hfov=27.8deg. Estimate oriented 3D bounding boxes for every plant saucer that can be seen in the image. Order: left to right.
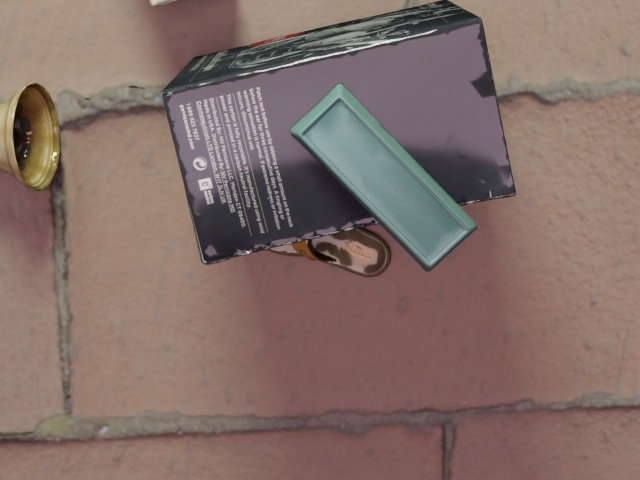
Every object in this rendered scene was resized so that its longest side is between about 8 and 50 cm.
[{"bbox_3d":[0.060,-0.055,1.207,0.067,0.018,0.192,-43,102,11],"label":"plant saucer"}]

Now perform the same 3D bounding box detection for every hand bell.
[{"bbox_3d":[-0.443,-0.120,1.520,0.242,0.126,0.126,0,103,14],"label":"hand bell"}]

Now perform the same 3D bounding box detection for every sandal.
[{"bbox_3d":[0.000,0.000,1.553,0.180,0.049,0.072,19,102,-4],"label":"sandal"}]

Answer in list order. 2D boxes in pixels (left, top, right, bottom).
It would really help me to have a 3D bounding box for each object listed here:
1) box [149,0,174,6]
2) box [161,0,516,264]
[{"bbox_3d":[-0.187,-0.404,1.433,0.094,0.113,0.275,-19,103,6],"label":"box"},{"bbox_3d":[0.018,-0.130,1.373,0.312,0.343,0.179,-12,104,2],"label":"box"}]
